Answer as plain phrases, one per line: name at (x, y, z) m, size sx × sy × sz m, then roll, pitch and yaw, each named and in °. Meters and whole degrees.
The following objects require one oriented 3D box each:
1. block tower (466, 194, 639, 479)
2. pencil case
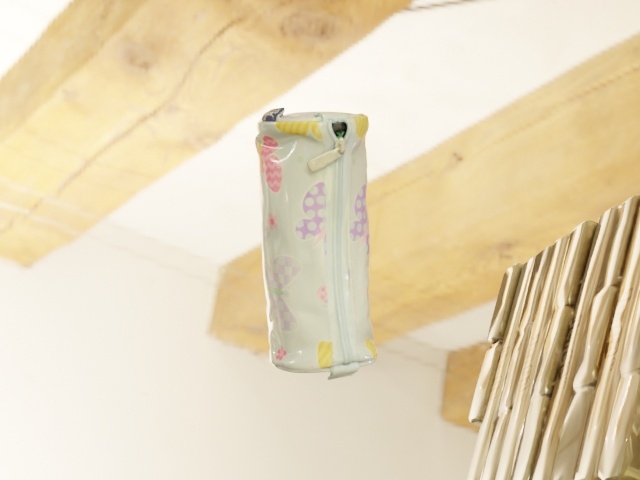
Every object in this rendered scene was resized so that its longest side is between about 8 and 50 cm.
block tower at (0.128, 0.027, 0.309) m, size 0.097 × 0.091 × 0.335 m, roll 17°, pitch -15°, yaw -5°
pencil case at (0.000, 0.000, 1.322) m, size 0.113 × 0.273 × 0.124 m, roll -6°, pitch 8°, yaw -39°
